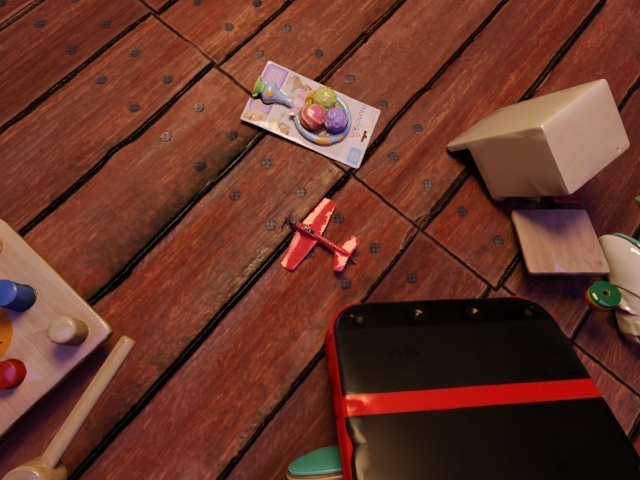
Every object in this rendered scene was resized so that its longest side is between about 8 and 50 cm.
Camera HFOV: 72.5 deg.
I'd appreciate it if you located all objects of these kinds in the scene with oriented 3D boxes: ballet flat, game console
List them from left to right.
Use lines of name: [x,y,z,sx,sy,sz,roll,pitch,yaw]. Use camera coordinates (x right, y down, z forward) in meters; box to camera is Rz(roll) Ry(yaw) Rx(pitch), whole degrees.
ballet flat: [0.068,0.337,0.648,0.232,0.080,0.073,-14,92,-9]
game console: [0.210,0.225,0.620,0.386,0.060,0.342,-2,44,-7]
ballet flat: [0.609,0.163,0.743,0.139,0.139,0.400,-43,84,-16]

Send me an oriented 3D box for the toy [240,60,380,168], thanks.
toy: [-0.013,-0.244,0.807,0.237,0.056,0.137,22,75,-1]

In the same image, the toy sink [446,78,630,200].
toy sink: [0.368,-0.162,0.769,0.153,0.234,0.131,-35,105,-15]

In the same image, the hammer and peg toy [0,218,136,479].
hammer and peg toy: [-0.430,0.166,0.607,0.361,0.127,0.266,42,72,5]

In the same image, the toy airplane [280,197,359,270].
toy airplane: [0.000,0.000,0.755,0.151,0.028,0.151,1,76,-5]

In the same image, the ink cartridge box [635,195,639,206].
ink cartridge box: [0.747,-0.014,0.839,0.171,0.056,0.235,-20,76,-12]

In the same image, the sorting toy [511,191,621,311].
sorting toy: [0.417,0.003,0.783,0.132,0.046,0.274,0,56,2]
